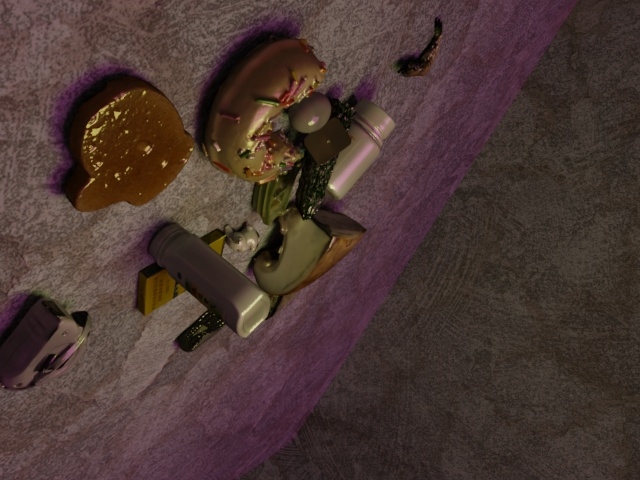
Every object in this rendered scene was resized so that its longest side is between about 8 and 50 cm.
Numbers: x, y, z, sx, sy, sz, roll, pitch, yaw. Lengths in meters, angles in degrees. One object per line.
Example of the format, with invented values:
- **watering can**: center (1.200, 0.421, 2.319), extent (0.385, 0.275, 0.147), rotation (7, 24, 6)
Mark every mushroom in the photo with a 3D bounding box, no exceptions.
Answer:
- **mushroom**: center (-0.012, 0.033, 2.313), extent (0.313, 0.224, 0.397), rotation (-61, 158, 18)

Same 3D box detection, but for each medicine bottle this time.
- **medicine bottle**: center (0.083, -0.278, 2.066), extent (0.293, 0.170, 0.170), rotation (-50, 160, -2)
- **medicine bottle**: center (-0.278, 0.091, 1.699), extent (0.124, 0.324, 0.179), rotation (-44, 161, -20)

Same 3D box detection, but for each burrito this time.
- **burrito**: center (-0.100, 0.127, 2.458), extent (0.348, 0.107, 0.175), rotation (-38, 140, -37)

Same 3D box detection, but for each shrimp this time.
- **shrimp**: center (0.326, -0.617, 2.199), extent (0.262, 0.051, 0.198), rotation (-30, 144, -51)

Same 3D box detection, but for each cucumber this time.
- **cucumber**: center (0.002, -0.224, 1.935), extent (0.096, 0.096, 0.359), rotation (39, 70, -70)

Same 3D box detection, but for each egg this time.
- **egg**: center (-0.027, -0.342, 1.820), extent (0.135, 0.103, 0.103), rotation (-43, 159, -38)

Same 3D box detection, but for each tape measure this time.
- **tape measure**: center (-0.618, 0.241, 1.539), extent (0.236, 0.120, 0.197), rotation (-49, 162, 6)

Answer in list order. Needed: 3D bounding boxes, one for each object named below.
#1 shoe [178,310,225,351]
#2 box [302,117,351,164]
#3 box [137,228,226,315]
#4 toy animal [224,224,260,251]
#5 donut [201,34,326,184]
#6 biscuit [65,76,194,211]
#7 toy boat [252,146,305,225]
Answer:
- **shoe**: center (-0.376, 0.291, 2.206), extent (0.194, 0.074, 0.077), rotation (-39, 168, -24)
- **box**: center (0.016, -0.271, 1.873), extent (0.126, 0.091, 0.031), rotation (-39, -168, -17)
- **box**: center (-0.382, 0.085, 1.883), extent (0.279, 0.041, 0.153), rotation (-33, 151, -40)
- **toy animal**: center (-0.234, 0.000, 2.002), extent (0.124, 0.071, 0.085), rotation (-19, 143, -56)
- **donut**: center (-0.132, -0.290, 1.621), extent (0.307, 0.150, 0.371), rotation (-31, 152, -43)
- **biscuit**: center (-0.399, -0.176, 1.383), extent (0.287, 0.057, 0.343), rotation (-50, 160, -6)
- **toy boat**: center (-0.124, -0.169, 1.946), extent (0.111, 0.084, 0.276), rotation (-37, 158, -41)
